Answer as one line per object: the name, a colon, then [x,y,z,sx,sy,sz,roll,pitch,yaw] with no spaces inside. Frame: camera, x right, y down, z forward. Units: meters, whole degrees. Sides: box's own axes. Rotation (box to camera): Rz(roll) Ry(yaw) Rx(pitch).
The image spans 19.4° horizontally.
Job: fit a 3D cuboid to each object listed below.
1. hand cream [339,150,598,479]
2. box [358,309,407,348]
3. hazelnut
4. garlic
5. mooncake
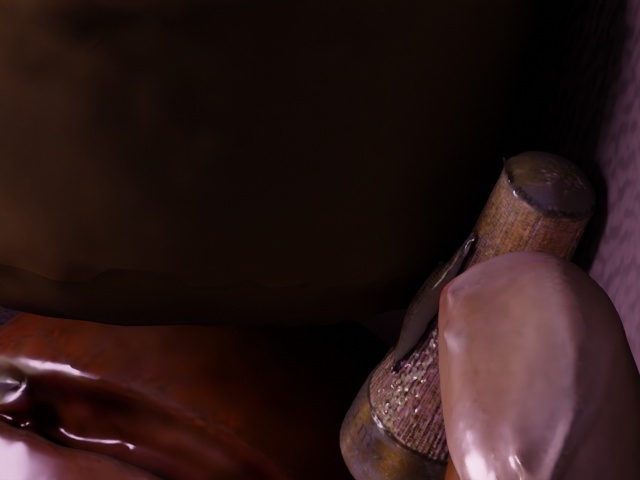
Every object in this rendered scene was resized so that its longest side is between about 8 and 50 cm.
hand cream: [0.077,0.043,0.885,0.084,0.084,0.203,-92,19,-48]
box: [-0.042,0.031,1.219,0.086,0.215,0.215,-109,27,-50]
hazelnut: [-0.094,0.219,1.055,0.359,0.359,0.409,-109,20,-73]
garlic: [0.081,0.146,0.639,0.228,0.110,0.217,-76,-11,-45]
mooncake: [-0.093,-0.110,0.968,0.394,0.393,0.246,29,122,44]
